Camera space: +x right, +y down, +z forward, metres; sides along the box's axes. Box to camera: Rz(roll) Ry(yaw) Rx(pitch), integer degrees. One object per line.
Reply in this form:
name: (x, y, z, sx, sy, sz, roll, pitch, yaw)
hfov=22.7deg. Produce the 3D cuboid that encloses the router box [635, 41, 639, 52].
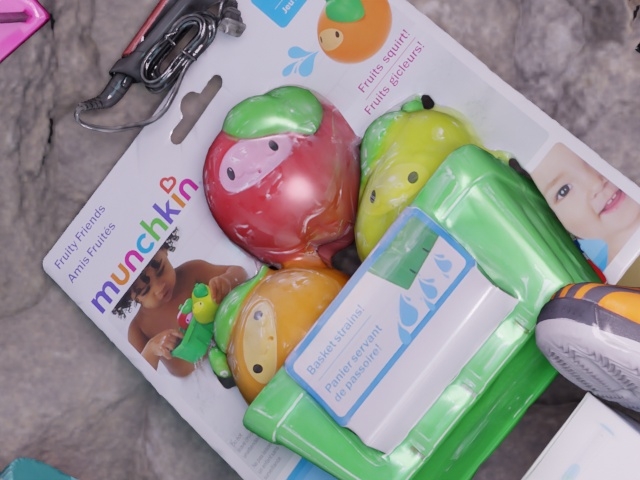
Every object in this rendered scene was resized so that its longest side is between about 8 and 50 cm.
router box: (0.282, -0.171, 1.127, 0.038, 0.092, 0.122, 37, 97, -5)

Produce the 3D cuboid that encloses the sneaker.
sneaker: (0.279, 0.032, 1.001, 0.321, 0.124, 0.180, 17, 81, -29)

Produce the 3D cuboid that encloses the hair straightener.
hair straightener: (-0.092, -0.164, 1.128, 0.230, 0.089, 0.047, -48, 127, 4)

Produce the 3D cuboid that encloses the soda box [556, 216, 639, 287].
soda box: (0.162, 0.012, 1.169, 0.181, 0.061, 0.058, 5, 98, -1)

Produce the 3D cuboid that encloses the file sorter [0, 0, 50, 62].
file sorter: (-0.373, -0.134, 1.088, 0.290, 0.182, 0.202, -40, 96, 6)

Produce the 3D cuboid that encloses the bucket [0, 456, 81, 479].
bucket: (-0.193, 0.300, 1.115, 0.183, 0.281, 0.281, -45, 96, 2)

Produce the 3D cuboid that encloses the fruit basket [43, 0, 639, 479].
fruit basket: (0.000, 0.000, 1.076, 0.353, 0.165, 0.327, 43, 101, 20)

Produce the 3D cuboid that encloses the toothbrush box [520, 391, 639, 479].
toothbrush box: (0.275, 0.241, 1.057, 0.295, 0.216, 0.126, 28, 100, -48)
